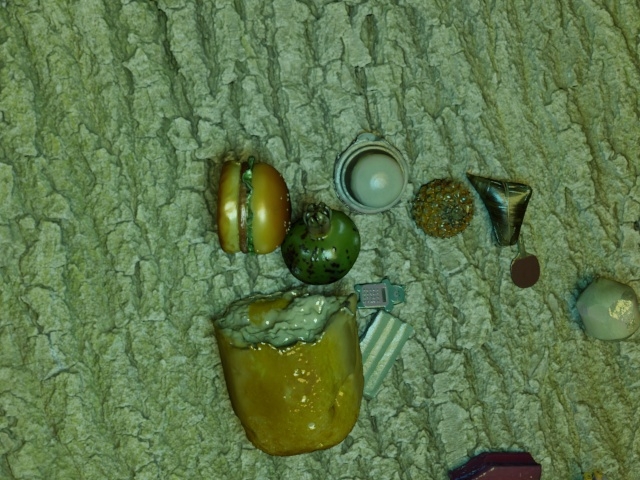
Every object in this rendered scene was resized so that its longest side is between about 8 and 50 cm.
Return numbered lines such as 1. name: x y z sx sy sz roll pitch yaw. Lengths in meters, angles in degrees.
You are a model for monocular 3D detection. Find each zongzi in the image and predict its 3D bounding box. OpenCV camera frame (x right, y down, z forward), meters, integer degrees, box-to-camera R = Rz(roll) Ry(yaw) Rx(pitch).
1. zongzi: 0.460 -0.076 1.853 0.184 0.084 0.187 11 101 1

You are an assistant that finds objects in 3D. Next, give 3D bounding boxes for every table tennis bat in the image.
1. table tennis bat: 0.569 0.059 1.926 0.087 0.013 0.156 -16 104 -7

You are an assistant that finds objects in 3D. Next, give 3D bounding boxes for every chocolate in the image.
1. chocolate: 0.141 -0.161 1.730 0.221 0.147 0.221 -1 96 -10

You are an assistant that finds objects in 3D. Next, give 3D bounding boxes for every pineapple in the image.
1. pineapple: 0.333 -0.077 1.787 0.176 0.137 0.161 -13 102 -11

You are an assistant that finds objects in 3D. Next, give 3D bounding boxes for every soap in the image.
1. soap: 0.493 0.696 1.973 0.250 0.099 0.162 3 106 -12

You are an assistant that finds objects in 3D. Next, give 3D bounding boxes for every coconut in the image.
1. coconut: 0.805 0.186 1.916 0.171 0.171 0.182 -27 111 -7

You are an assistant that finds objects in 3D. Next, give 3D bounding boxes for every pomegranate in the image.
1. pomegranate: 0.000 0.000 1.686 0.202 0.202 0.248 -25 143 -7

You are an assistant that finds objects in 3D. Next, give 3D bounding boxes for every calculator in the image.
1. calculator: 0.162 0.147 1.834 0.141 0.019 0.094 -3 75 -8

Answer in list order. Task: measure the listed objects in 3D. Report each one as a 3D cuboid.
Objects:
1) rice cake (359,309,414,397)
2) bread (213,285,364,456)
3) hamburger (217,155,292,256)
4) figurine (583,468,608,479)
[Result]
1. rice cake: 0.146 0.308 1.860 0.127 0.043 0.237 28 92 -13
2. bread: -0.059 0.336 1.698 0.361 0.250 0.394 -9 101 -1
3. hamburger: -0.152 -0.081 1.631 0.170 0.246 0.246 3 99 -2
4. figurine: 0.803 0.784 2.040 0.175 0.116 0.240 -12 101 -10
